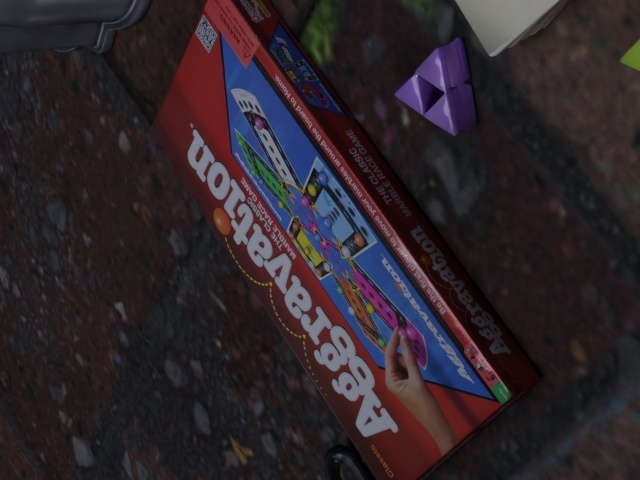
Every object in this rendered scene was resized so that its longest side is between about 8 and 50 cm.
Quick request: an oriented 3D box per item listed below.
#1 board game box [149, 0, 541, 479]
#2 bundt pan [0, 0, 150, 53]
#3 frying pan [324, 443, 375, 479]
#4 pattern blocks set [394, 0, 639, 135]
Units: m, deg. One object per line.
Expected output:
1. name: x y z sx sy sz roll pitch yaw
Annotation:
1. board game box: 0.000 0.000 0.704 0.281 0.027 0.145 55 144 16
2. bundt pan: -0.237 -0.266 0.786 0.331 0.124 0.330 29 130 41
3. frying pan: 0.070 0.272 0.662 0.326 0.197 0.053 29 172 42
4. pattern blocks set: 0.085 -0.178 0.497 0.285 0.026 0.325 51 141 21
